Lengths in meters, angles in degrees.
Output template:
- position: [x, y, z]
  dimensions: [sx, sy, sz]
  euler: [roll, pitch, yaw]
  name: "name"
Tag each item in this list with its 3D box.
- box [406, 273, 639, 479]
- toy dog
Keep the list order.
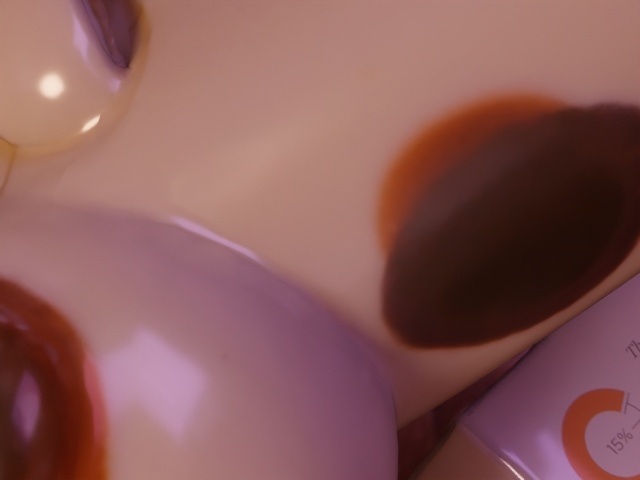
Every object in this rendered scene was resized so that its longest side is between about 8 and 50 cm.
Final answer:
- position: [0.223, 0.167, 0.887]
  dimensions: [0.345, 0.168, 0.215]
  euler: [44, 58, 9]
  name: "box"
- position: [0.000, 0.000, 0.735]
  dimensions: [0.395, 0.284, 0.408]
  euler: [27, 72, 36]
  name: "toy dog"
